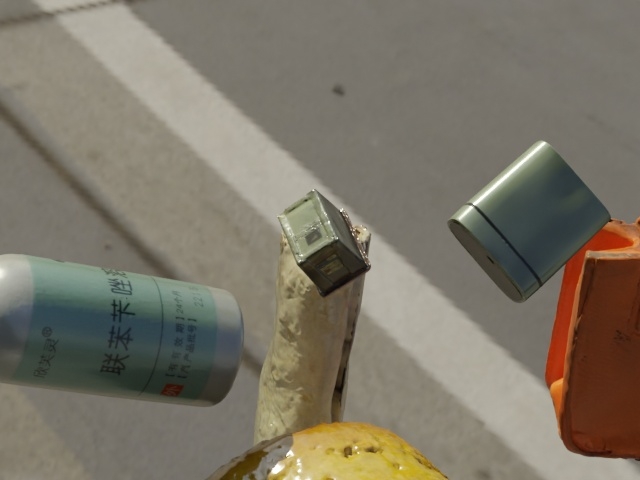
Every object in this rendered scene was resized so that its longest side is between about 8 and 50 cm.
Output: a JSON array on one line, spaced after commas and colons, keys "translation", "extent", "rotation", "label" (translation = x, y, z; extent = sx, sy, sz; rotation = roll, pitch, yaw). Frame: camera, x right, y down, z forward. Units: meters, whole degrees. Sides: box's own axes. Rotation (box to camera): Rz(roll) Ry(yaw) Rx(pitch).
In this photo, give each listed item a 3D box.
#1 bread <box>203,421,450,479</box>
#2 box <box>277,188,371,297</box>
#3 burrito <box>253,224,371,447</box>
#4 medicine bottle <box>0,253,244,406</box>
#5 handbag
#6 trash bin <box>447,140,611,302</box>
[{"translation": [-0.004, 0.324, 1.420], "extent": [0.337, 0.358, 0.204], "rotation": [-38, 53, -8], "label": "bread"}, {"translation": [0.000, 0.000, 1.522], "extent": [0.063, 0.060, 0.085], "rotation": [42, 19, -47], "label": "box"}, {"translation": [-0.013, 0.132, 1.755], "extent": [0.105, 0.299, 0.143], "rotation": [9, 15, 0], "label": "burrito"}, {"translation": [-0.241, 0.069, 1.320], "extent": [0.352, 0.110, 0.110], "rotation": [11, 37, -28], "label": "medicine bottle"}, {"translation": [0.479, 0.120, 1.798], "extent": [0.410, 0.303, 0.116], "rotation": [4, 32, -2], "label": "handbag"}, {"translation": [0.216, -0.020, 1.619], "extent": [0.130, 0.059, 0.116], "rotation": [-42, 92, -12], "label": "trash bin"}]
